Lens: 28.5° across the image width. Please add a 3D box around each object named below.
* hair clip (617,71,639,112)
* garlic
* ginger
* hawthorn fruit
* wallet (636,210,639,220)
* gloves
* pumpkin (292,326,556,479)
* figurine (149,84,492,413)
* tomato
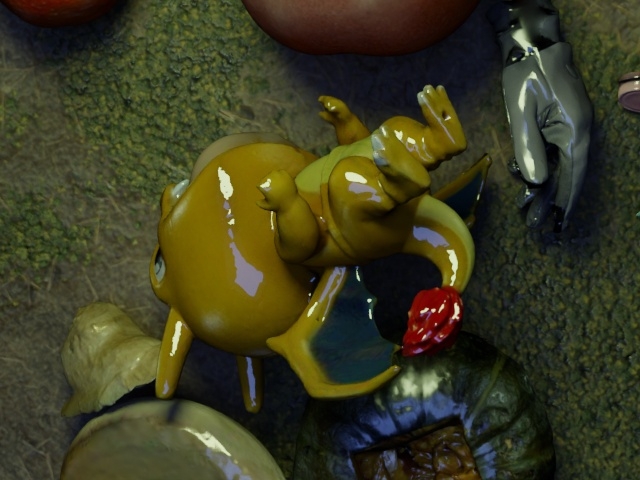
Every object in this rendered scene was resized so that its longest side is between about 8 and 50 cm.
[{"bbox_3d":[0.408,-0.182,1.411,0.123,0.138,0.102,12,101,-3],"label":"hair clip"},{"bbox_3d":[-0.141,0.285,1.472,0.338,0.151,0.196,6,88,21],"label":"garlic"},{"bbox_3d":[-0.239,0.127,1.489,0.193,0.115,0.123,-19,89,45],"label":"ginger"},{"bbox_3d":[-0.303,-0.333,1.428,0.196,0.225,0.197,0,107,1],"label":"hawthorn fruit"},{"bbox_3d":[0.510,-0.055,1.441,0.176,0.075,0.250,44,98,4],"label":"wallet"},{"bbox_3d":[0.249,-0.150,1.436,0.119,0.142,0.286,-3,96,34],"label":"gloves"},{"bbox_3d":[0.116,0.256,1.446,0.320,0.192,0.321,1,95,8],"label":"pumpkin"},{"bbox_3d":[-0.016,0.014,1.353,0.387,0.401,0.268,-27,118,34],"label":"figurine"},{"bbox_3d":[0.038,-0.356,1.343,0.321,0.321,0.322,0,95,6],"label":"tomato"}]
